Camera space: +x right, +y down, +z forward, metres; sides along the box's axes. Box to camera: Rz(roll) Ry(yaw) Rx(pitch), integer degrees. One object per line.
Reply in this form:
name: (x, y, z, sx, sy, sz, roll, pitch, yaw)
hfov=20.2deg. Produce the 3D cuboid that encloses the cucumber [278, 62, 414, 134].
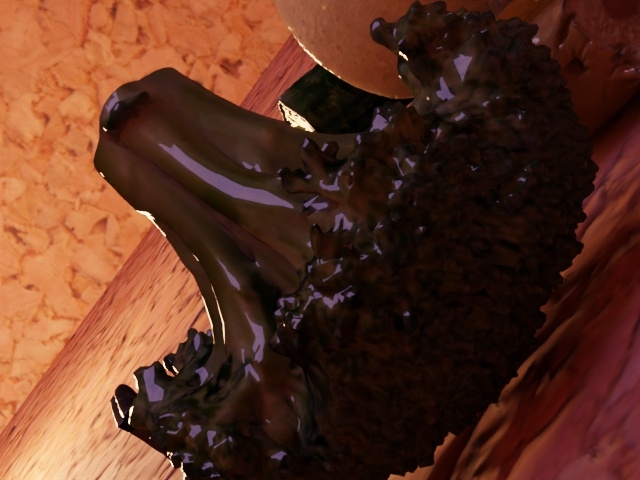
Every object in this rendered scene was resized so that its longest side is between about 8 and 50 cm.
cucumber: (0.065, -0.158, 1.692, 0.244, 0.063, 0.115, -46, -28, -25)

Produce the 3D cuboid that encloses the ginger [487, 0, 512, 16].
ginger: (0.120, -0.117, 1.309, 0.204, 0.080, 0.104, -52, 4, 21)

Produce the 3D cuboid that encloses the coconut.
coconut: (0.083, -0.252, 1.434, 0.237, 0.237, 0.266, -60, 2, -33)

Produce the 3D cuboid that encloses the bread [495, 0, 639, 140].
bread: (0.147, -0.105, 1.117, 0.173, 0.085, 0.134, -43, 18, 44)

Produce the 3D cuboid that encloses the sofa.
sofa: (-0.137, 0.150, 1.599, 0.060, 0.085, 0.147, -57, 9, -2)

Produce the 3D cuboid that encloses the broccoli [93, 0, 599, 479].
broccoli: (0.013, 0.014, 0.963, 0.288, 0.235, 0.260, -48, 42, -16)
